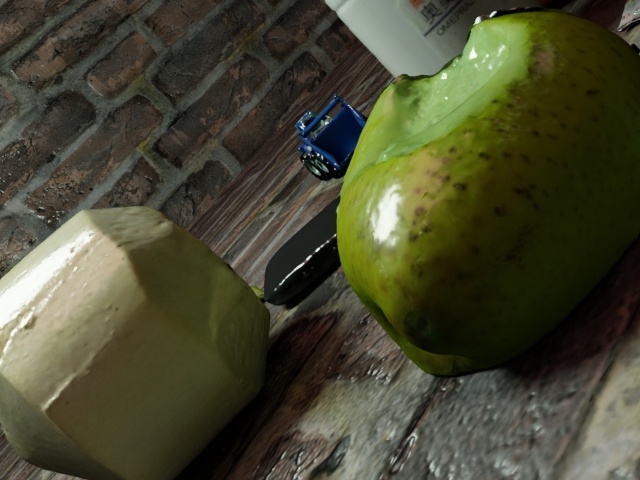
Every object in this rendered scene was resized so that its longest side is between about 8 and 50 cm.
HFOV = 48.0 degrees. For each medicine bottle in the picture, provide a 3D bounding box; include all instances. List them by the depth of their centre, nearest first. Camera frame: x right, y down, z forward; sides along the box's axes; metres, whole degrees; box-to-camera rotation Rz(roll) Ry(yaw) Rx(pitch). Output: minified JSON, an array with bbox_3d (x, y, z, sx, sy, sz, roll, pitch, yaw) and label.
[{"bbox_3d":[0.128,-0.302,0.884,0.190,0.332,0.190,-43,13,12],"label":"medicine bottle"}]

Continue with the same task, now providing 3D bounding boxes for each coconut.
[{"bbox_3d":[-0.218,0.125,0.792,0.323,0.323,0.323,-43,13,12],"label":"coconut"}]

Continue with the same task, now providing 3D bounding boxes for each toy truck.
[{"bbox_3d":[0.020,-0.197,1.373,0.113,0.126,0.208,-48,14,-10],"label":"toy truck"}]

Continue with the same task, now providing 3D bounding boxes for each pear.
[{"bbox_3d":[0.101,-0.028,0.537,0.292,0.159,0.292,-43,16,15],"label":"pear"}]

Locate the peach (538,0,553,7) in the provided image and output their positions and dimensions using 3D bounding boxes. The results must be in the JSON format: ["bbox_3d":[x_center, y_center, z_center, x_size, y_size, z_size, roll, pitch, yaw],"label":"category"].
[{"bbox_3d":[0.257,-0.486,1.105,0.370,0.370,0.370,-43,13,12],"label":"peach"}]

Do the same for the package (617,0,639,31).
[{"bbox_3d":[0.348,-0.264,0.788,0.037,0.015,0.110,-26,25,43],"label":"package"}]

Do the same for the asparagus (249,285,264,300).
[{"bbox_3d":[-0.135,0.093,1.163,0.178,0.041,0.045,-23,34,57],"label":"asparagus"}]

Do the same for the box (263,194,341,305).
[{"bbox_3d":[0.000,0.000,1.018,0.212,0.042,0.201,-42,13,10],"label":"box"}]
